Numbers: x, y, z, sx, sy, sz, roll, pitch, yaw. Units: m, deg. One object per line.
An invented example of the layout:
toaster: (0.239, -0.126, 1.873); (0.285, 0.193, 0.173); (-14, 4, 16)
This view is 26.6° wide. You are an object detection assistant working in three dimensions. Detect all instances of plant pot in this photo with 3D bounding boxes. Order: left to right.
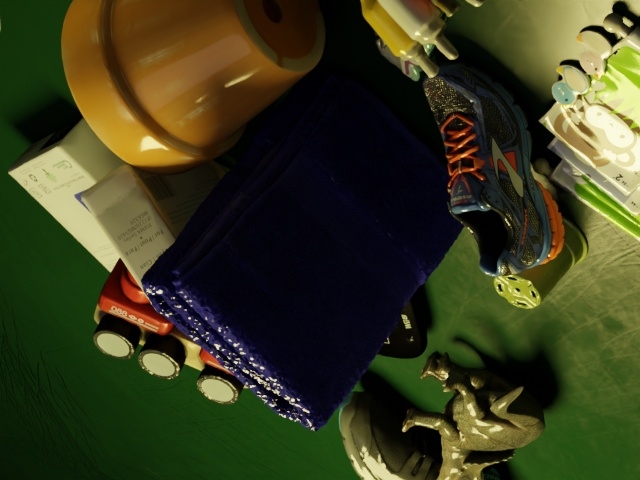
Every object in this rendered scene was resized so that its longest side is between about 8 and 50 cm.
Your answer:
plant pot: (-0.105, -0.186, 1.281); (0.188, 0.205, 0.205); (-21, 121, 37)
plant pot: (0.213, 0.023, 1.352); (0.083, 0.079, 0.083); (25, 148, 17)

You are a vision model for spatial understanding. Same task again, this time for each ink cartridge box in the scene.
ink cartridge box: (-0.247, -0.009, 1.785); (0.332, 0.065, 0.165); (48, 147, -19)
ink cartridge box: (-0.114, 0.031, 1.436); (0.261, 0.066, 0.296); (55, -169, 0)

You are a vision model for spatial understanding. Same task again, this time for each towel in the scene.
towel: (0.000, 0.000, 1.302); (0.228, 0.308, 0.076); (41, 154, -8)

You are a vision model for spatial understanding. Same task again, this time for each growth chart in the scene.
growth chart: (0.272, -0.091, 1.190); (0.172, 0.021, 0.237); (32, 149, 8)

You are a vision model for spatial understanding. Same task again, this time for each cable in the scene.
cable: (0.018, -0.265, 1.143); (0.287, 0.072, 0.139); (35, 139, 2)

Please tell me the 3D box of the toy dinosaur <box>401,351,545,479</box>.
toy dinosaur: (0.201, 0.205, 1.621); (0.160, 0.121, 0.313); (26, 146, -8)

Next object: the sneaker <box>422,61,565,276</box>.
sneaker: (0.152, -0.063, 1.254); (0.083, 0.087, 0.221); (-12, 109, 54)

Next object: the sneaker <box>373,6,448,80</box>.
sneaker: (0.073, -0.190, 1.229); (0.069, 0.038, 0.098); (31, 149, 5)

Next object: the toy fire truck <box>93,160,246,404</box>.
toy fire truck: (-0.142, 0.047, 1.642); (0.217, 0.158, 0.246); (24, 140, -1)

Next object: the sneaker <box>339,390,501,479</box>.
sneaker: (0.163, 0.312, 1.813); (0.140, 0.125, 0.341); (-34, 107, 30)

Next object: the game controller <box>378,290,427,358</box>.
game controller: (0.027, 0.026, 1.556); (0.166, 0.067, 0.319); (16, 146, 29)
